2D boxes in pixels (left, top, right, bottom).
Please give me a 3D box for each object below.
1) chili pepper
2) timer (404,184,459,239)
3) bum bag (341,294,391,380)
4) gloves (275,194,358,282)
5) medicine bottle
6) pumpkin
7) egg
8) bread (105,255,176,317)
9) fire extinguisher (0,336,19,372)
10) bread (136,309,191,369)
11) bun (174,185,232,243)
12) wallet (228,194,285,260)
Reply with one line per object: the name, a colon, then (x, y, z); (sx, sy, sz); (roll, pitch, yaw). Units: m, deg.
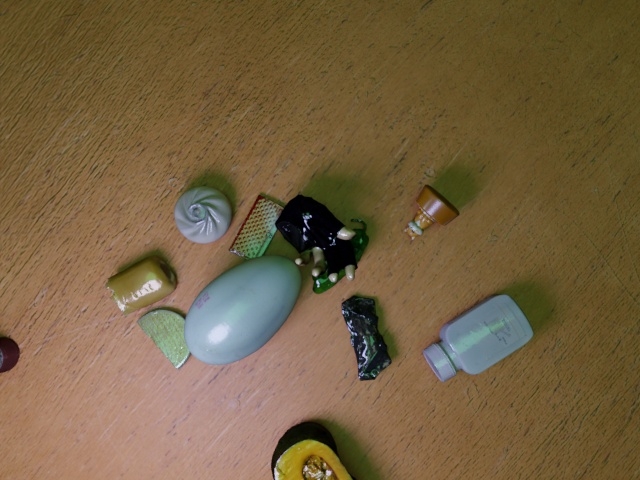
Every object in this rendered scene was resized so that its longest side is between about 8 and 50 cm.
chili pepper: (0.063, 0.054, 1.343); (0.257, 0.074, 0.100); (-46, 43, -6)
timer: (0.313, -0.068, 1.347); (0.132, 0.132, 0.152); (42, 108, 3)
bum bag: (0.135, 0.280, 1.328); (0.102, 0.069, 0.248); (-9, 80, -25)
gloves: (0.002, -0.004, 1.277); (0.197, 0.152, 0.301); (-54, 49, 34)
medicine bottle: (0.448, 0.287, 1.310); (0.296, 0.111, 0.161); (-32, 85, -5)
pumpkin: (-0.015, 0.656, 1.259); (0.190, 0.139, 0.280); (-32, 83, -7)
egg: (-0.210, 0.184, 1.256); (0.371, 0.230, 0.230); (-42, 86, -10)
bread: (-0.523, 0.128, 1.330); (0.173, 0.085, 0.134); (-31, 86, -2)
fire extinguisher: (-0.930, 0.314, 1.186); (0.147, 0.337, 0.106); (-40, 88, -4)
bread: (-0.441, 0.273, 1.344); (0.112, 0.036, 0.193); (-44, 83, -8)
bun: (-0.347, -0.079, 1.333); (0.172, 0.120, 0.173); (0, 86, -2)
wallet: (-0.189, -0.033, 1.378); (0.103, 0.020, 0.196); (28, 85, 2)
